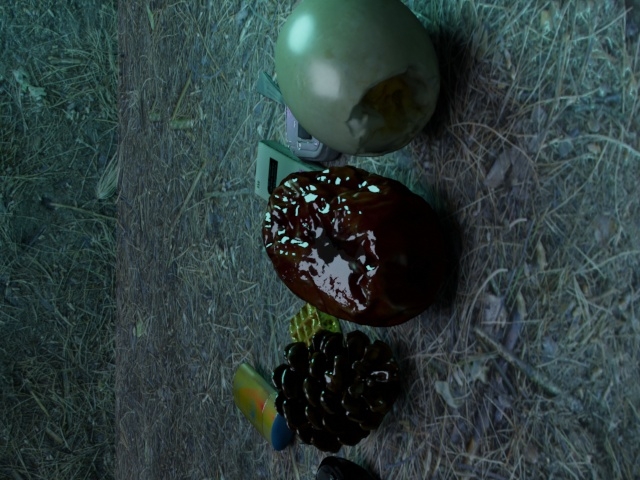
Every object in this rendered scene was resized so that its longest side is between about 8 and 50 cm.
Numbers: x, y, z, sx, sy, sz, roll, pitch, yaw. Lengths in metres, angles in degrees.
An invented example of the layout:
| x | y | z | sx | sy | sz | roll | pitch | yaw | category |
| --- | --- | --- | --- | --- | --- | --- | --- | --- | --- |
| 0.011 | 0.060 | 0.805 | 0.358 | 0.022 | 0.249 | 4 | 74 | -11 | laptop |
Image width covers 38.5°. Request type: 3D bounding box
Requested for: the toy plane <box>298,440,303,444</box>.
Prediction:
| x | y | z | sx | sy | sz | roll | pitch | yaw | category |
| --- | --- | --- | --- | --- | --- | --- | --- | --- | --- |
| -0.008 | 0.424 | 2.087 | 0.197 | 0.053 | 0.078 | 144 | 128 | -64 | toy plane |

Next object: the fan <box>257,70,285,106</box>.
| x | y | z | sx | sy | sz | roll | pitch | yaw | category |
| --- | --- | --- | --- | --- | --- | --- | --- | --- | --- |
| -0.097 | -0.350 | 2.215 | 0.282 | 0.023 | 0.057 | 43 | 122 | 54 | fan |

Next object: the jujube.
| x | y | z | sx | sy | sz | roll | pitch | yaw | category |
| --- | --- | --- | --- | --- | --- | --- | --- | --- | --- |
| 0.058 | 0.006 | 1.679 | 0.377 | 0.276 | 0.277 | 28 | 118 | 56 | jujube |

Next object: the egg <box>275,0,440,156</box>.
| x | y | z | sx | sy | sz | roll | pitch | yaw | category |
| --- | --- | --- | --- | --- | --- | --- | --- | --- | --- |
| 0.055 | -0.313 | 1.618 | 0.336 | 0.278 | 0.278 | 56 | 141 | 38 | egg |

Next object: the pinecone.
| x | y | z | sx | sy | sz | roll | pitch | yaw | category |
| --- | --- | --- | --- | --- | --- | --- | --- | --- | --- |
| 0.034 | 0.286 | 1.813 | 0.309 | 0.244 | 0.244 | -31 | 65 | 44 | pinecone |

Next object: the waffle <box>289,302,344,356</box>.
| x | y | z | sx | sy | sz | roll | pitch | yaw | category |
| --- | --- | --- | --- | --- | --- | --- | --- | --- | --- |
| -0.002 | 0.246 | 2.049 | 0.160 | 0.055 | 0.211 | -50 | 50 | 53 | waffle |

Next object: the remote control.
| x | y | z | sx | sy | sz | roll | pitch | yaw | category |
| --- | --- | --- | --- | --- | --- | --- | --- | --- | --- |
| -0.068 | -0.133 | 2.145 | 0.344 | 0.050 | 0.145 | 35 | 124 | 57 | remote control |

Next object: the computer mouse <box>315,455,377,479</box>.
| x | y | z | sx | sy | sz | roll | pitch | yaw | category |
| --- | --- | --- | --- | --- | --- | --- | --- | --- | --- |
| 0.073 | 0.539 | 1.885 | 0.233 | 0.096 | 0.137 | 44 | 136 | 49 | computer mouse |

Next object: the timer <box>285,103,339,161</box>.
| x | y | z | sx | sy | sz | roll | pitch | yaw | category |
| --- | --- | --- | --- | --- | --- | --- | --- | --- | --- |
| -0.014 | -0.278 | 2.005 | 0.190 | 0.069 | 0.209 | 12 | 102 | 60 | timer |

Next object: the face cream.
| x | y | z | sx | sy | sz | roll | pitch | yaw | category |
| --- | --- | --- | --- | --- | --- | --- | --- | --- | --- |
| -0.145 | 0.427 | 2.343 | 0.285 | 0.067 | 0.139 | 30 | 121 | 59 | face cream |

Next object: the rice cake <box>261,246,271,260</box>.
| x | y | z | sx | sy | sz | roll | pitch | yaw | category |
| --- | --- | --- | --- | --- | --- | --- | --- | --- | --- |
| -0.043 | 0.039 | 2.062 | 0.043 | 0.127 | 0.237 | -53 | 13 | -22 | rice cake |
